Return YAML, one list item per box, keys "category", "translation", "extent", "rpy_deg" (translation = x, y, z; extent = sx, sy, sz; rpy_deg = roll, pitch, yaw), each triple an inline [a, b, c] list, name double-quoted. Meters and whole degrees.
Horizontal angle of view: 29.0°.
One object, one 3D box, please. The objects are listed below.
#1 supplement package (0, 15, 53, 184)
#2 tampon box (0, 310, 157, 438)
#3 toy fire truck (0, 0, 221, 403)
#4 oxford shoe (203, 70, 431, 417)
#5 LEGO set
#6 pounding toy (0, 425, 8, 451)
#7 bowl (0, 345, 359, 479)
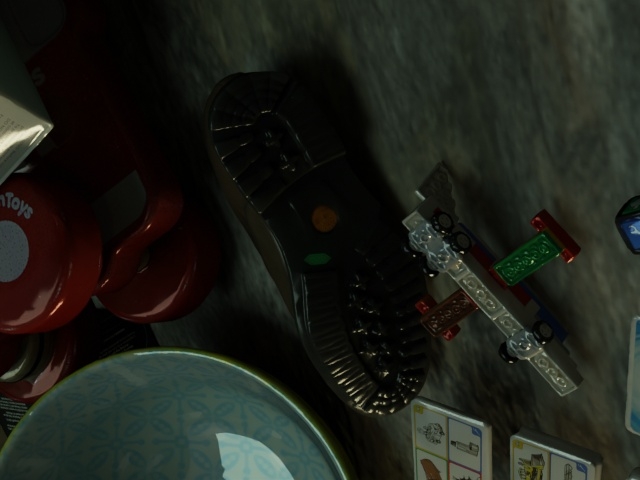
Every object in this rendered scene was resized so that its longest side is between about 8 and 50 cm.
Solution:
- category: "supplement package"
  translation: [-0.319, -0.107, 0.779]
  extent: [0.145, 0.204, 0.262]
  rpy_deg: [32, -161, -48]
- category: "tampon box"
  translation: [-0.191, 0.156, 1.055]
  extent: [0.101, 0.120, 0.161]
  rpy_deg: [-2, 115, 53]
- category: "toy fire truck"
  translation: [-0.234, -0.025, 0.868]
  extent: [0.302, 0.169, 0.254]
  rpy_deg: [-34, 74, 25]
- category: "oxford shoe"
  translation: [0.000, 0.000, 0.737]
  extent: [0.227, 0.082, 0.096]
  rpy_deg: [66, 169, -16]
- category: "LEGO set"
  translation: [0.131, 0.064, 0.652]
  extent: [0.182, 0.060, 0.244]
  rpy_deg: [16, 131, 30]
- category: "pounding toy"
  translation: [-0.363, 0.156, 1.297]
  extent: [0.141, 0.100, 0.130]
  rpy_deg: [43, 144, 22]
- category: "bowl"
  translation: [-0.087, 0.220, 0.912]
  extent: [0.289, 0.289, 0.156]
  rpy_deg: [51, -170, 10]
